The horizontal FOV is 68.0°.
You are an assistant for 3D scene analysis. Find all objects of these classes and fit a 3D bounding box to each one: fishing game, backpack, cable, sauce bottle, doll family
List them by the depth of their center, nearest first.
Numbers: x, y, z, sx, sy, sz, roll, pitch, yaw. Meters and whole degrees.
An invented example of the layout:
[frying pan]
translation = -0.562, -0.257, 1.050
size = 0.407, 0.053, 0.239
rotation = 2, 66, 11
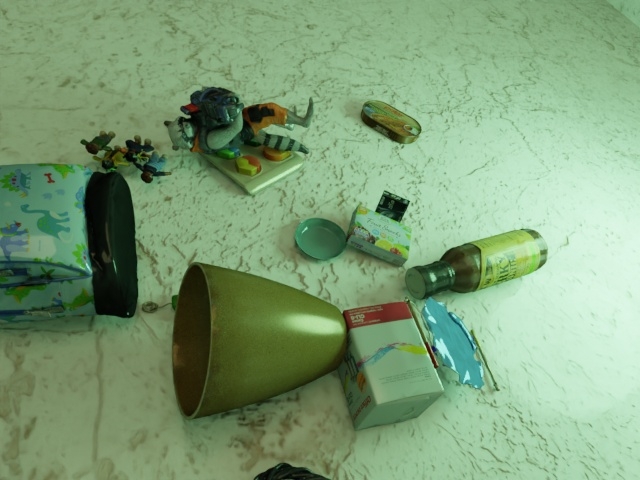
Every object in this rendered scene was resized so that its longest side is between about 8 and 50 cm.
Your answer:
[cable]
translation = -0.026, 0.418, 0.697
size = 0.185, 0.047, 0.150
rotation = 19, 44, 4
[backpack]
translation = -0.518, 0.002, 0.793
size = 0.356, 0.273, 0.290
rotation = -9, 60, -7
[fishing game]
translation = 0.240, 0.191, 0.886
size = 0.264, 0.041, 0.189
rotation = 25, 37, -44
[sauce bottle]
translation = 0.346, 0.056, 1.052
size = 0.345, 0.111, 0.111
rotation = -14, 56, -23
[doll family]
translation = -0.430, -0.185, 1.059
size = 0.193, 0.075, 0.111
rotation = 5, 31, -5

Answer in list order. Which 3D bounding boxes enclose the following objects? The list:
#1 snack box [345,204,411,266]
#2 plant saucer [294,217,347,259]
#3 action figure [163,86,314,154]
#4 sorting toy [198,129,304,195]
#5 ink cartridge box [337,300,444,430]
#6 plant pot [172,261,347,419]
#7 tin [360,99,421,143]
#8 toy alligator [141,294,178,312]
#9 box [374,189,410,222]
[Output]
[snack box]
translation = 0.135, -0.011, 1.083
size = 0.141, 0.037, 0.100
rotation = 23, 48, -9
[plant saucer]
translation = 0.000, 0.000, 1.060
size = 0.120, 0.021, 0.119
rotation = 8, 50, -10
[action figure]
translation = -0.182, -0.256, 1.082
size = 0.331, 0.178, 0.341
rotation = -10, 26, -13
[sorting toy]
translation = -0.173, -0.219, 1.183
size = 0.208, 0.038, 0.193
rotation = 41, 53, 18
[ink cartridge box]
translation = 0.108, 0.220, 0.835
size = 0.128, 0.128, 0.176
rotation = -5, 52, -19
[plant pot]
translation = -0.093, 0.160, 0.790
size = 0.255, 0.237, 0.237
rotation = 5, 49, -29
[tin]
translation = 0.206, -0.349, 1.397
size = 0.190, 0.040, 0.106
rotation = 34, 55, 13
[toy alligator]
translation = -0.235, 0.109, 0.886
size = 0.190, 0.051, 0.056
rotation = -1, 51, -16
[box]
translation = 0.167, -0.073, 1.124
size = 0.067, 0.083, 0.018
rotation = 24, 49, 4
